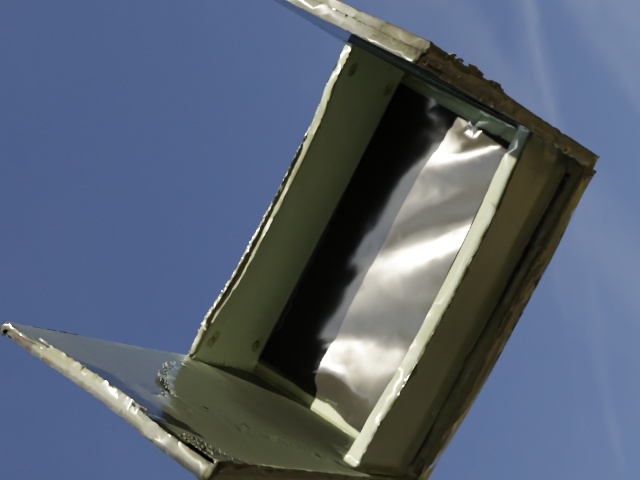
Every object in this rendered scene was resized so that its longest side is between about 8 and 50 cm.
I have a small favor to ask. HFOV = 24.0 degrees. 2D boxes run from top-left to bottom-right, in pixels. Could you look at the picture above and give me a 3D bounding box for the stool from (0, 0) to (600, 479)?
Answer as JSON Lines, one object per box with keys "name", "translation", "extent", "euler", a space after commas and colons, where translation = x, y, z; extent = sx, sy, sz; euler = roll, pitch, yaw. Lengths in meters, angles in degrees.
{"name": "stool", "translation": [0.000, 0.000, 0.873], "extent": [0.270, 0.170, 0.243], "euler": [21, -82, -60]}
